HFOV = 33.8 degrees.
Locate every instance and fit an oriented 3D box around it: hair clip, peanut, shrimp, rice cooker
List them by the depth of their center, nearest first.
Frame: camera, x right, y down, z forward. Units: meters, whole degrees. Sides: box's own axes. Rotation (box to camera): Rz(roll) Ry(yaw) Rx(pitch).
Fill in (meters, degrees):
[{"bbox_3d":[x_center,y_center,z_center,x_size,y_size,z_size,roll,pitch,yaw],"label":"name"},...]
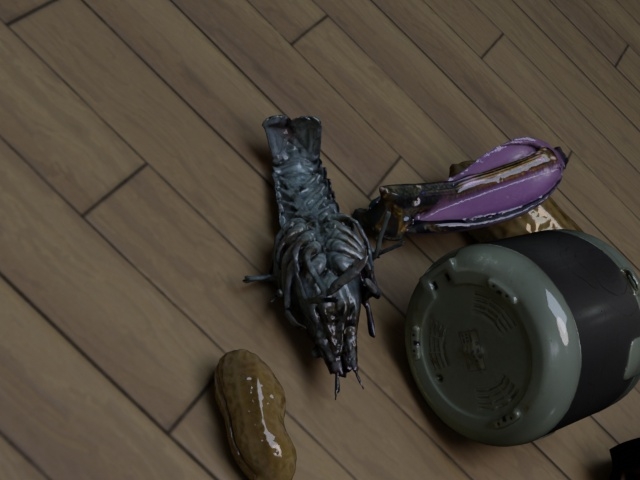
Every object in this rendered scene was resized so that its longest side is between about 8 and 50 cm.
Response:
[{"bbox_3d":[-0.071,0.206,1.211,0.080,0.080,0.174,1,62,-40],"label":"peanut"},{"bbox_3d":[0.001,0.005,1.381,0.221,0.166,0.410,-8,44,-8],"label":"shrimp"},{"bbox_3d":[0.283,0.126,1.436,0.277,0.288,0.288,-10,66,-46],"label":"rice cooker"},{"bbox_3d":[0.227,-0.076,1.582,0.358,0.110,0.096,-14,111,-23],"label":"hair clip"},{"bbox_3d":[0.329,-0.011,1.684,0.325,0.140,0.153,47,14,6],"label":"peanut"}]

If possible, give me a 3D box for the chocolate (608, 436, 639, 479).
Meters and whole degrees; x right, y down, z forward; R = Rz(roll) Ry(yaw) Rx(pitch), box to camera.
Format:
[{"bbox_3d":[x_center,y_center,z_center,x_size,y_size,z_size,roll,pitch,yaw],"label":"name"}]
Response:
[{"bbox_3d":[0.584,0.378,1.539,0.340,0.225,0.210,4,65,-39],"label":"chocolate"}]
